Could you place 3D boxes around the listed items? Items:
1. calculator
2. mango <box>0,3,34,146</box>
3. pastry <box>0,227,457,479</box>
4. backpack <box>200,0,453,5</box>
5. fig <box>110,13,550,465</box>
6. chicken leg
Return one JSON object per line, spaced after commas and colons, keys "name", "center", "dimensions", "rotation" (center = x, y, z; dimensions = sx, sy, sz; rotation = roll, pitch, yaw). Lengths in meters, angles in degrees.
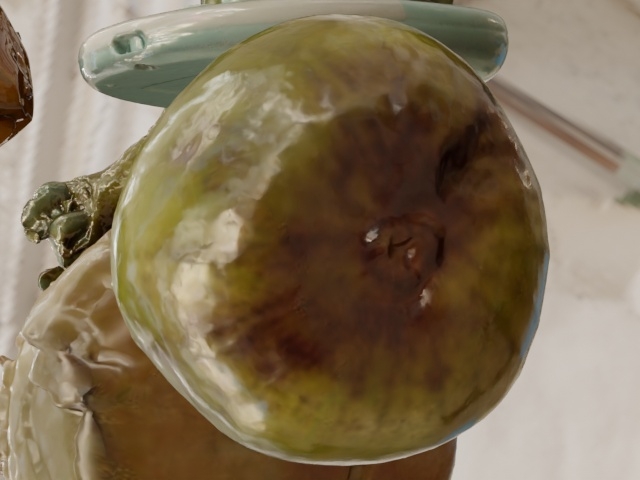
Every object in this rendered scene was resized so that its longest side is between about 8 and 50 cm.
{"name": "calculator", "center": [-0.003, -0.098, 1.075], "dimensions": [0.295, 0.184, 0.042], "rotation": [-2, -95, -52]}
{"name": "mango", "center": [-0.326, -0.130, 1.394], "dimensions": [0.236, 0.166, 0.136], "rotation": [-2, -28, -27]}
{"name": "pastry", "center": [-0.082, 0.161, 1.616], "dimensions": [0.410, 0.245, 0.409], "rotation": [1, -91, -30]}
{"name": "backpack", "center": [0.001, -0.183, 1.373], "dimensions": [0.207, 0.140, 0.253], "rotation": [10, -81, -50]}
{"name": "fig", "center": [0.004, -0.002, 0.621], "dimensions": [0.120, 0.136, 0.153], "rotation": [123, 158, -49]}
{"name": "chicken leg", "center": [-0.110, -0.109, 1.842], "dimensions": [0.429, 0.153, 0.201], "rotation": [-40, -67, -3]}
